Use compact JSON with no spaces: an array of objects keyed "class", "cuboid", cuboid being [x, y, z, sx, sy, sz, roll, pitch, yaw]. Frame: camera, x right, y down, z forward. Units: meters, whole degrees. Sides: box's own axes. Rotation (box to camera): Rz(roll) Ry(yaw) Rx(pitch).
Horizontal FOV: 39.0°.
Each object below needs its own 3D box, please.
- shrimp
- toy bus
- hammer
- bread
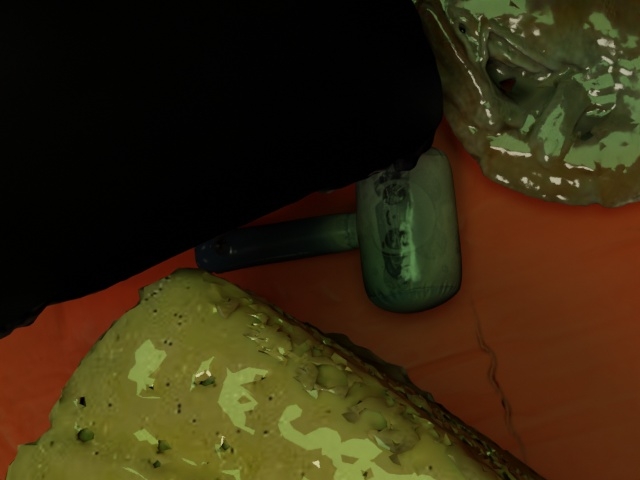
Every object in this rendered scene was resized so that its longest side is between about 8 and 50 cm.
[{"class":"shrimp","cuboid":[0.129,-0.116,0.629,0.317,0.077,0.168,9,82,8]},{"class":"toy bus","cuboid":[-0.124,-0.058,0.496,0.386,0.162,0.171,-26,97,-36]},{"class":"hammer","cuboid":[0.000,0.000,0.633,0.193,0.069,0.116,-8,77,15]},{"class":"bread","cuboid":[-0.002,0.193,0.493,0.279,0.248,0.315,-45,66,-3]}]
